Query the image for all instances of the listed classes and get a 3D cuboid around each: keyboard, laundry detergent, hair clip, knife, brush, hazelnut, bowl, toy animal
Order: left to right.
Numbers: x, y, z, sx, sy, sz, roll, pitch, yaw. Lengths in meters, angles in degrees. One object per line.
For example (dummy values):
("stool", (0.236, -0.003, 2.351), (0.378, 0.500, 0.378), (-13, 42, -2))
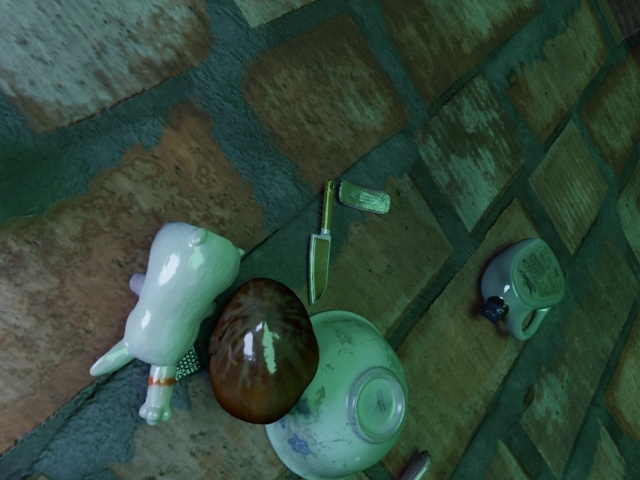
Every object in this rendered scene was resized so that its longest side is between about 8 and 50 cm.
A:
("toy animal", (-0.224, 0.106, 0.612), (0.140, 0.138, 0.283), (24, 93, -16))
("keyboard", (-0.233, 0.145, 0.670), (0.053, 0.010, 0.155), (-19, 91, -31))
("hazelnut", (-0.093, 0.165, 0.639), (0.181, 0.181, 0.212), (37, 37, -49))
("knife", (-0.001, 0.000, 0.828), (0.046, 0.022, 0.257), (12, 79, -36))
("bowl", (0.064, 0.284, 0.746), (0.313, 0.146, 0.314), (5, 79, -29))
("hair clip", (0.094, -0.094, 0.902), (0.137, 0.022, 0.054), (11, 77, -29))
("brush", (0.108, 0.505, 0.782), (0.312, 0.072, 0.067), (-37, 87, -31))
("laundry detergent", (0.504, 0.136, 1.058), (0.280, 0.105, 0.215), (-34, 101, -32))
